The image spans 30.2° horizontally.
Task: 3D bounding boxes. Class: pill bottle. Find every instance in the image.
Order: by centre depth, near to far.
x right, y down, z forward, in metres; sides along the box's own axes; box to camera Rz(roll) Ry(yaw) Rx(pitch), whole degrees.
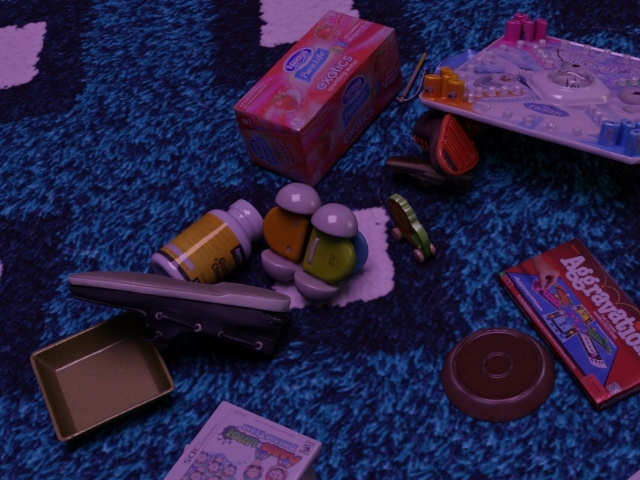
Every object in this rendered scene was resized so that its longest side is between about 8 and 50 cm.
[{"bbox_3d":[-0.179,0.014,1.943,0.184,0.103,0.103,-39,52,-21],"label":"pill bottle"}]

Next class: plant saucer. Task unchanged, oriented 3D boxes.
[{"bbox_3d":[0.259,0.188,1.738,0.168,0.029,0.168,-7,47,8],"label":"plant saucer"},{"bbox_3d":[-0.334,0.215,1.836,0.188,0.045,0.188,-24,48,-10],"label":"plant saucer"}]

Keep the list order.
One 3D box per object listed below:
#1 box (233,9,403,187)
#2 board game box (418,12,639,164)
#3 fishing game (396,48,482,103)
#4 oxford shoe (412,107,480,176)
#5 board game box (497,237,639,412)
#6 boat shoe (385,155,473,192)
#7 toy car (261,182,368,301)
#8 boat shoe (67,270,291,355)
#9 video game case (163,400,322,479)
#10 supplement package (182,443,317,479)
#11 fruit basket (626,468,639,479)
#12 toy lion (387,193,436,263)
[{"bbox_3d":[0.002,-0.259,2.122,0.154,0.142,0.300,23,57,30],"label":"box"},{"bbox_3d":[0.425,-0.273,2.015,0.390,0.050,0.390,19,36,27],"label":"board game box"},{"bbox_3d":[0.287,-0.291,2.159,0.264,0.041,0.189,16,56,25],"label":"fishing game"},{"bbox_3d":[0.207,-0.167,2.006,0.098,0.097,0.271,-25,17,23],"label":"oxford shoe"},{"bbox_3d":[0.397,0.119,1.771,0.145,0.027,0.281,-23,48,-10],"label":"board game box"},{"bbox_3d":[0.181,-0.110,2.008,0.152,0.049,0.056,12,20,21],"label":"boat shoe"},{"bbox_3d":[0.000,0.000,1.908,0.182,0.159,0.136,30,24,34],"label":"toy car"},{"bbox_3d":[-0.220,0.116,1.818,0.340,0.113,0.127,7,8,-11],"label":"boat shoe"},{"bbox_3d":[-0.099,0.285,1.498,0.157,0.019,0.143,19,53,27],"label":"video game case"},{"bbox_3d":[-0.110,0.431,1.501,0.177,0.175,0.293,1,48,15],"label":"supplement package"},{"bbox_3d":[0.499,0.395,1.442,0.353,0.165,0.327,-26,47,-32],"label":"fruit basket"},{"bbox_3d":[0.142,-0.026,1.911,0.034,0.096,0.100,-30,50,-14],"label":"toy lion"}]
